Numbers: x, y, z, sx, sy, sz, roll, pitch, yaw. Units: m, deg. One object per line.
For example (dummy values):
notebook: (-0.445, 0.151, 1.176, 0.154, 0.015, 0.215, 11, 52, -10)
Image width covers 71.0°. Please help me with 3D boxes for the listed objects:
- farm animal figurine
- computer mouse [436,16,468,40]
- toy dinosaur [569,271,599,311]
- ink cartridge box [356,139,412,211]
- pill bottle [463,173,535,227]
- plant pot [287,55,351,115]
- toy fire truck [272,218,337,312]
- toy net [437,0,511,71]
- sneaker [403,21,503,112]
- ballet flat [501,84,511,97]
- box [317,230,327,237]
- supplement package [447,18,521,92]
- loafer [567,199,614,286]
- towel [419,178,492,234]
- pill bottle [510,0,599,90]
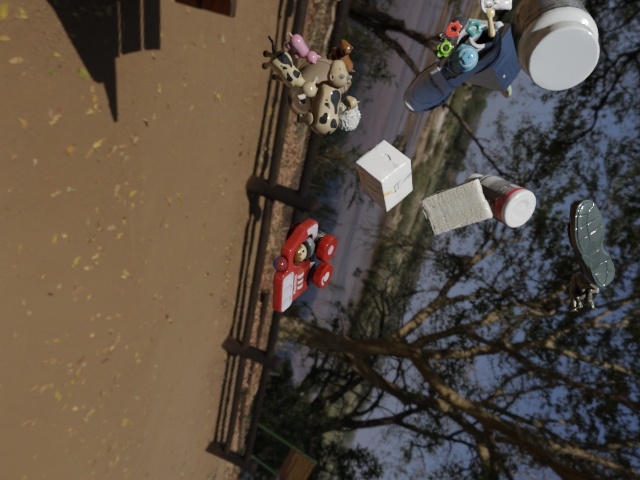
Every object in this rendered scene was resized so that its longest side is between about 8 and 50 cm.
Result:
farm animal figurine: (0.002, -0.474, 1.392, 0.331, 0.172, 0.326, -23, 123, -30)
computer mouse: (0.592, -0.947, 1.997, 0.242, 0.071, 0.041, -45, 174, -33)
toy dinosaur: (1.035, 0.191, 1.783, 0.314, 0.121, 0.160, 28, 56, -50)
ink cartridge box: (0.287, -0.285, 1.996, 0.168, 0.171, 0.232, -40, 149, -9)
pill bottle: (0.803, -0.199, 2.062, 0.318, 0.177, 0.176, 47, -53, 54)
plant pot: (-0.026, -0.637, 1.942, 0.229, 0.263, 0.263, -54, 161, -45)
toy fire truck: (-0.080, 0.086, 1.607, 0.254, 0.170, 0.302, -41, 146, -47)
toy net: (0.406, -0.569, 1.176, 0.232, 0.122, 0.045, -60, -174, 16)
sneaker: (0.427, -0.565, 1.455, 0.366, 0.137, 0.210, -34, 175, 10)
ballet flat: (0.805, -0.683, 1.980, 0.057, 0.053, 0.168, 97, 4, -49)
box: (0.000, 0.000, 1.794, 0.018, 0.083, 0.067, 52, 60, -74)
supplement package: (0.628, -0.698, 1.694, 0.203, 0.194, 0.149, 31, 95, -48)
loafer: (0.729, 0.008, 1.243, 0.267, 0.096, 0.084, 64, -7, -17)
towel: (0.595, -0.144, 1.986, 0.049, 0.282, 0.187, -41, 108, -53)
pill bottle: (0.680, -0.596, 1.315, 0.361, 0.204, 0.204, -71, 173, -46)
